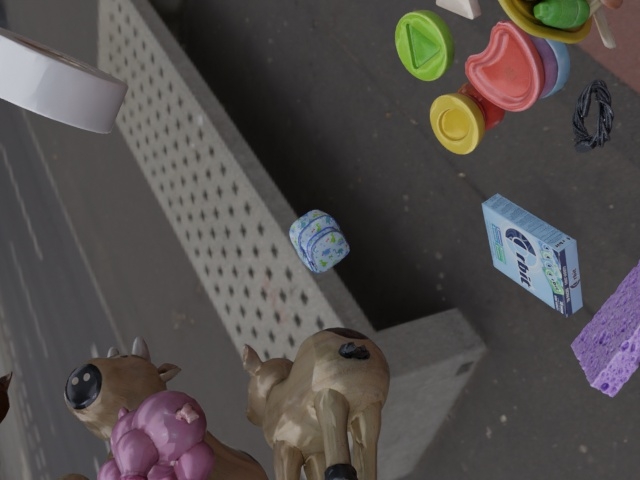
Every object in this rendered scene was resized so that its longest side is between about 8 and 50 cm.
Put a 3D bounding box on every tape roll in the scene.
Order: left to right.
[{"bbox_3d":[-0.508,-0.300,1.360,0.286,0.286,0.100,34,103,51],"label":"tape roll"}]

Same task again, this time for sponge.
[{"bbox_3d":[0.364,0.066,0.817,0.210,0.031,0.117,-59,0,17],"label":"sponge"}]

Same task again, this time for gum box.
[{"bbox_3d":[0.361,0.023,1.251,0.184,0.041,0.157,43,160,49],"label":"gum box"}]

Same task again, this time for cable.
[{"bbox_3d":[0.589,-0.270,1.568,0.184,0.047,0.150,88,-170,-84],"label":"cable"}]

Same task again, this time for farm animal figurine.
[{"bbox_3d":[-0.105,0.160,0.544,0.326,0.330,0.172,76,-171,-48],"label":"farm animal figurine"}]

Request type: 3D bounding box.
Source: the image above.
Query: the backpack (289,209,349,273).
[{"bbox_3d":[0.000,0.000,1.509,0.084,0.105,0.114,36,160,56],"label":"backpack"}]

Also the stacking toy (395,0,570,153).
[{"bbox_3d":[0.293,-0.336,1.328,0.279,0.130,0.309,59,152,0],"label":"stacking toy"}]

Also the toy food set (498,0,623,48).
[{"bbox_3d":[0.299,-0.307,0.867,0.071,0.218,0.128,-25,73,52],"label":"toy food set"}]
